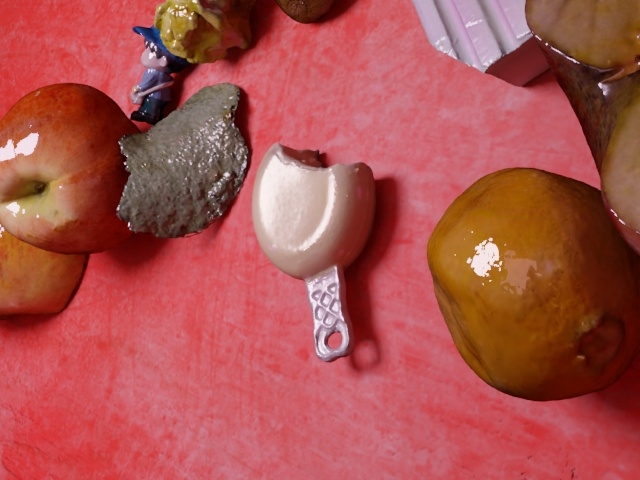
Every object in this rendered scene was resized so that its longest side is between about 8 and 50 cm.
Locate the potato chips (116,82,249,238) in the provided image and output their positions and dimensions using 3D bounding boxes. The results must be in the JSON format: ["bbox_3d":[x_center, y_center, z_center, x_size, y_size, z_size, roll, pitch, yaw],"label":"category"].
[{"bbox_3d":[-0.174,-0.114,1.181,0.167,0.059,0.228,-2,69,0],"label":"potato chips"}]

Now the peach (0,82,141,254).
[{"bbox_3d":[-0.336,-0.100,1.256,0.232,0.257,0.232,6,113,15],"label":"peach"}]

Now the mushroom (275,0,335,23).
[{"bbox_3d":[-0.015,-0.327,1.123,0.127,0.087,0.127,-4,85,63],"label":"mushroom"}]

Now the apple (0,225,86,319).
[{"bbox_3d":[-0.502,-0.006,1.405,0.293,0.163,0.251,-9,73,39],"label":"apple"}]

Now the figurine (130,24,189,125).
[{"bbox_3d":[-0.226,-0.236,1.279,0.087,0.086,0.149,14,99,9],"label":"figurine"}]

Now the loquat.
[{"bbox_3d":[0.179,0.031,0.759,0.234,0.176,0.187,-125,30,-71],"label":"loquat"}]

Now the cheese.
[{"bbox_3d":[-0.015,0.008,1.023,0.163,0.071,0.249,-2,78,42],"label":"cheese"}]

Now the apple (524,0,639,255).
[{"bbox_3d":[0.329,-0.153,0.617,0.365,0.295,0.329,-37,83,20],"label":"apple"}]

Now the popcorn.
[{"bbox_3d":[-0.148,-0.302,1.196,0.126,0.126,0.145,31,75,35],"label":"popcorn"}]

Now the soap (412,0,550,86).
[{"bbox_3d":[0.173,-0.256,0.916,0.145,0.091,0.230,-37,56,33],"label":"soap"}]
